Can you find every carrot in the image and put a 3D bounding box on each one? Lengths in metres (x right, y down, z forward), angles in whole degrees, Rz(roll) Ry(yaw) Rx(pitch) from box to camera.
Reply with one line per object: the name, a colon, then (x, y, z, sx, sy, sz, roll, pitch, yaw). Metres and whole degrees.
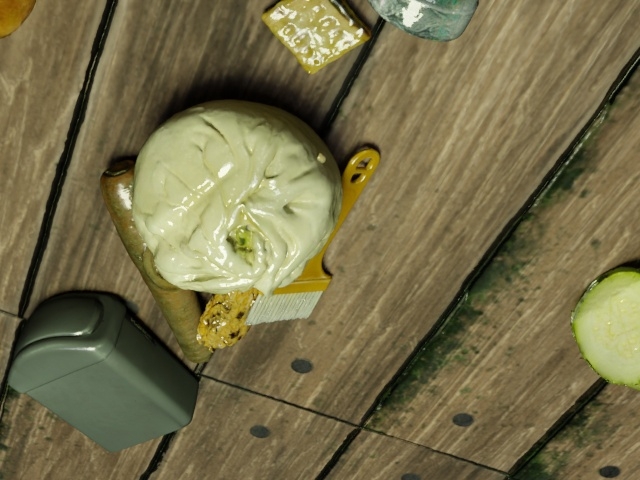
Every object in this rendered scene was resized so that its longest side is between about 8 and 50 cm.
carrot: (-0.185, 0.047, 1.110, 0.070, 0.070, 0.342, -7, 132, 11)

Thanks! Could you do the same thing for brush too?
brush: (0.000, 0.000, 1.057, 0.103, 0.013, 0.272, -3, 135, -39)

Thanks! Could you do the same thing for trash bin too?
trash bin: (-0.296, 0.177, 1.213, 0.177, 0.101, 0.236, -25, 126, 23)

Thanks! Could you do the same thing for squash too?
squash: (0.441, 0.158, 1.106, 0.287, 0.137, 0.137, 34, 126, -24)

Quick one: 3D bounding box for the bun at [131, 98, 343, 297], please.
bun: (-0.087, -0.034, 0.953, 0.229, 0.145, 0.229, -6, 127, -7)

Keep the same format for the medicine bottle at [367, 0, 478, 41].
medicine bottle: (0.135, -0.304, 0.717, 0.141, 0.141, 0.293, 19, 130, -11)

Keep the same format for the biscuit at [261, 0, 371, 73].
biscuit: (-0.004, -0.212, 0.894, 0.081, 0.018, 0.083, -29, 122, 27)

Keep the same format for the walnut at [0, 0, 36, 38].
walnut: (-0.319, -0.275, 0.812, 0.116, 0.116, 0.207, 2, 131, 4)

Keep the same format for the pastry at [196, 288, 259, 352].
pastry: (-0.103, 0.073, 1.115, 0.080, 0.056, 0.140, -17, 144, -39)
